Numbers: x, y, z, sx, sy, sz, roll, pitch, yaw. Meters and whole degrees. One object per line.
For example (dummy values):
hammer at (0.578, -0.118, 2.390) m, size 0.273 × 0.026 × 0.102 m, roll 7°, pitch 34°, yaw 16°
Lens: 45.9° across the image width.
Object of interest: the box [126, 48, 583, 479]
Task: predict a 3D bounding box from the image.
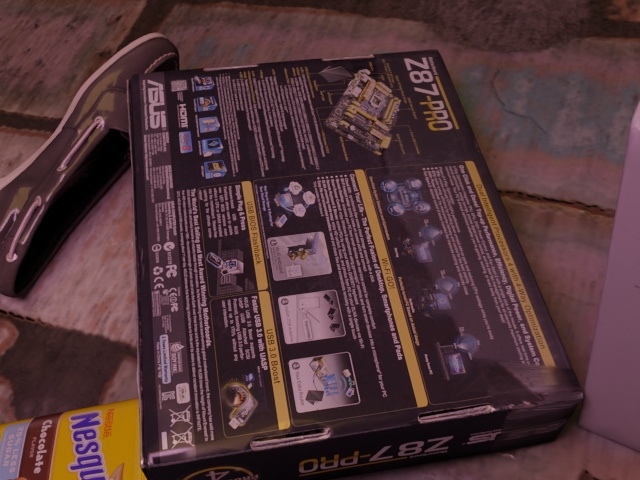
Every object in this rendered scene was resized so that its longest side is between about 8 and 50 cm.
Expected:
box at (0.000, 0.000, 0.659) m, size 0.318 × 0.097 × 0.395 m, roll -9°, pitch 54°, yaw -7°

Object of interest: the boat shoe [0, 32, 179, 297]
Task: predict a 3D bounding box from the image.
boat shoe at (-0.252, -0.080, 0.823) m, size 0.095 × 0.112 × 0.335 m, roll 38°, pitch 77°, yaw 13°

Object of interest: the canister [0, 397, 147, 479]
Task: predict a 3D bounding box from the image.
canister at (-0.198, 0.200, 0.630) m, size 0.169 × 0.073 × 0.126 m, roll -12°, pitch 54°, yaw 8°

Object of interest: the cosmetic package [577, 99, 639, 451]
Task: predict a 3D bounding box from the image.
cosmetic package at (0.272, 0.000, 0.464) m, size 0.155 × 0.366 × 0.197 m, roll 19°, pitch 62°, yaw 24°
